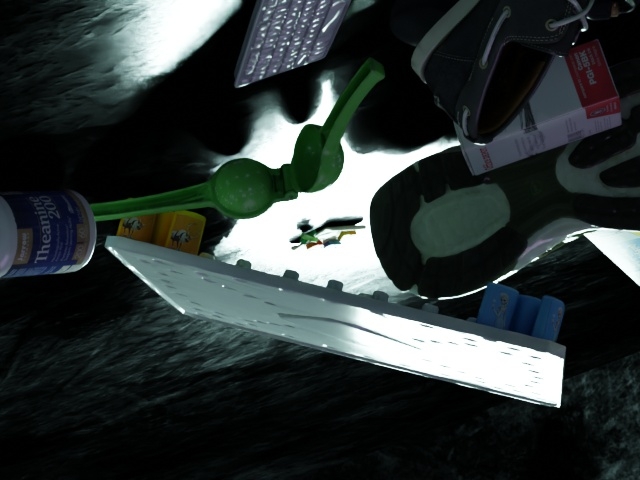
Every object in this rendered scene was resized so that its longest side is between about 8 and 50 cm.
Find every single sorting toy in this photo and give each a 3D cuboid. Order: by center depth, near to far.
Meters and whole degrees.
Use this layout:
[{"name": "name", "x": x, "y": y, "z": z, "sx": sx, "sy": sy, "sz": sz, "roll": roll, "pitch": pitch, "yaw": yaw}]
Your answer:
[{"name": "sorting toy", "x": 0.000, "y": 0.000, "z": 2.005, "sx": 0.062, "sy": 0.012, "sz": 0.083, "roll": -27, "pitch": 164, "yaw": 40}]

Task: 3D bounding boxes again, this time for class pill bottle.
[{"name": "pill bottle", "x": -0.238, "y": -0.005, "z": 1.534, "sx": 0.120, "sy": 0.067, "sz": 0.067, "roll": -5, "pitch": 162, "yaw": -46}]

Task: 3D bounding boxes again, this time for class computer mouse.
[{"name": "computer mouse", "x": 0.147, "y": -0.161, "z": 1.435, "sx": 0.242, "sy": 0.041, "sz": 0.071, "roll": -8, "pitch": 164, "yaw": -38}]

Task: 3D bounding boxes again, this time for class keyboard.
[{"name": "keyboard", "x": -0.010, "y": -0.156, "z": 1.309, "sx": 0.072, "sy": 0.014, "sz": 0.256, "roll": -14, "pitch": 168, "yaw": -13}]

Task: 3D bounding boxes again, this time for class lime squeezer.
[{"name": "lime squeezer", "x": -0.052, "y": -0.055, "z": 1.597, "sx": 0.310, "sy": 0.059, "sz": 0.110, "roll": -23, "pitch": 167, "yaw": 29}]

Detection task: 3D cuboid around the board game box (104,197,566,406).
[{"name": "board game box", "x": 0.033, "y": 0.062, "z": 1.800, "sx": 0.390, "sy": 0.050, "sz": 0.390, "roll": 13, "pitch": 171, "yaw": 9}]

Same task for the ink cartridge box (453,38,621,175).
[{"name": "ink cartridge box", "x": 0.178, "y": -0.110, "z": 1.663, "sx": 0.135, "sy": 0.056, "sz": 0.099, "roll": -19, "pitch": 167, "yaw": 6}]

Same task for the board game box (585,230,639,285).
[{"name": "board game box", "x": 0.451, "y": -0.053, "z": 2.044, "sx": 0.336, "sy": 0.079, "sz": 0.254, "roll": -15, "pitch": 159, "yaw": 21}]

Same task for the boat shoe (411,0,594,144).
[{"name": "boat shoe", "x": 0.153, "y": -0.158, "z": 1.299, "sx": 0.084, "sy": 0.079, "sz": 0.233, "roll": 2, "pitch": 141, "yaw": -41}]

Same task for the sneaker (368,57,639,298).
[{"name": "sneaker", "x": 0.251, "y": -0.070, "z": 1.812, "sx": 0.410, "sy": 0.158, "sz": 0.182, "roll": -17, "pitch": -179, "yaw": 25}]
